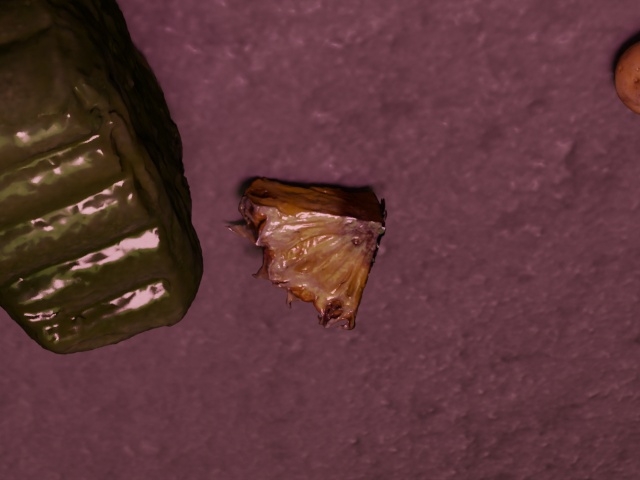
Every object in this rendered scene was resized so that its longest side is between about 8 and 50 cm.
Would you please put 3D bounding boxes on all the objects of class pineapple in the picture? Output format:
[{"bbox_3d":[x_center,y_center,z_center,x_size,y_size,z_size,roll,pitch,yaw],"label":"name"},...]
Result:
[{"bbox_3d":[0.000,0.000,0.995,0.116,0.069,0.137,-32,126,16],"label":"pineapple"}]

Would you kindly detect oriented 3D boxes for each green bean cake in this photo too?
[{"bbox_3d":[-0.160,-0.069,0.786,0.125,0.248,0.222,-20,133,4],"label":"green bean cake"}]

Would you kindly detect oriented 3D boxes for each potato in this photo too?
[{"bbox_3d":[0.256,-0.116,0.962,0.068,0.062,0.083,-29,152,32],"label":"potato"}]
